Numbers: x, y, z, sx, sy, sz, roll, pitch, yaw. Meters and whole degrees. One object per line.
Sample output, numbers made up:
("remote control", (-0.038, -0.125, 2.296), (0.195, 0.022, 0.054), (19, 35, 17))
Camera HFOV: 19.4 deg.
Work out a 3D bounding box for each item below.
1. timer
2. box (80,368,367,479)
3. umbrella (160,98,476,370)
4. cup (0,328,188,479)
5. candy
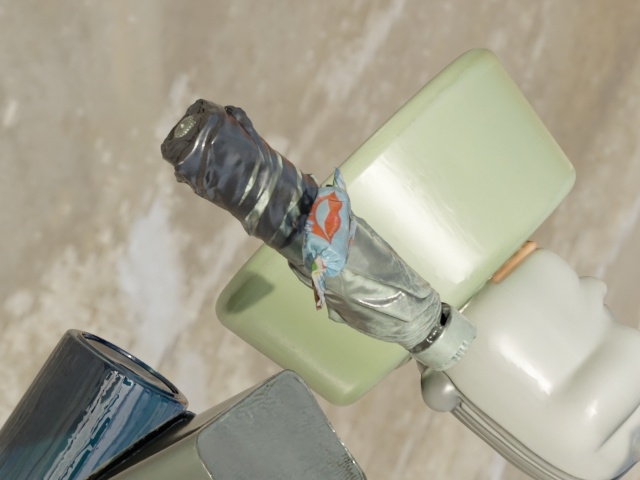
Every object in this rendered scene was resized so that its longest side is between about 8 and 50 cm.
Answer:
("timer", (0.128, 0.059, 1.417), (0.291, 0.315, 0.291), (-46, 178, -2))
("box", (-0.037, 0.108, 0.777), (0.069, 0.084, 0.122), (-32, -179, 28))
("umbrella", (0.000, 0.000, 0.907), (0.188, 0.050, 0.046), (38, 63, -26))
("cup", (-0.181, 0.145, 1.400), (0.138, 0.113, 0.150), (-57, -159, 1))
("candy", (0.004, -0.001, 0.849), (0.083, 0.020, 0.030), (-77, 165, -53))
